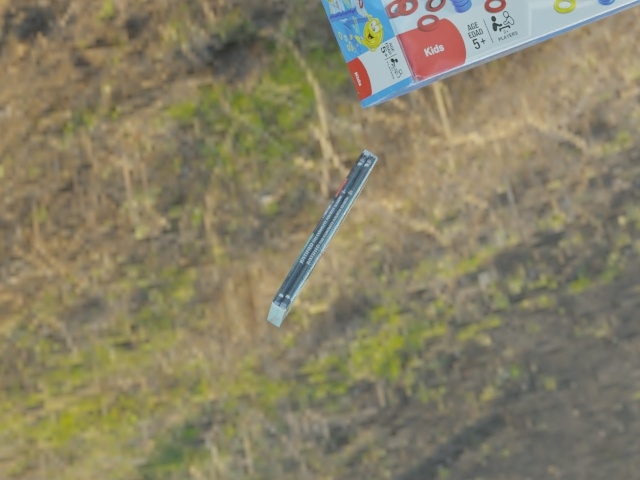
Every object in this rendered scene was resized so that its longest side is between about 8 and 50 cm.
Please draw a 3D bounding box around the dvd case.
[{"bbox_3d":[0.000,0.000,1.152,0.013,0.119,0.087,32,169,2],"label":"dvd case"}]

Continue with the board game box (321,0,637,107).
[{"bbox_3d":[0.120,-0.299,1.379,0.308,0.302,0.086,-23,-178,-27],"label":"board game box"}]
